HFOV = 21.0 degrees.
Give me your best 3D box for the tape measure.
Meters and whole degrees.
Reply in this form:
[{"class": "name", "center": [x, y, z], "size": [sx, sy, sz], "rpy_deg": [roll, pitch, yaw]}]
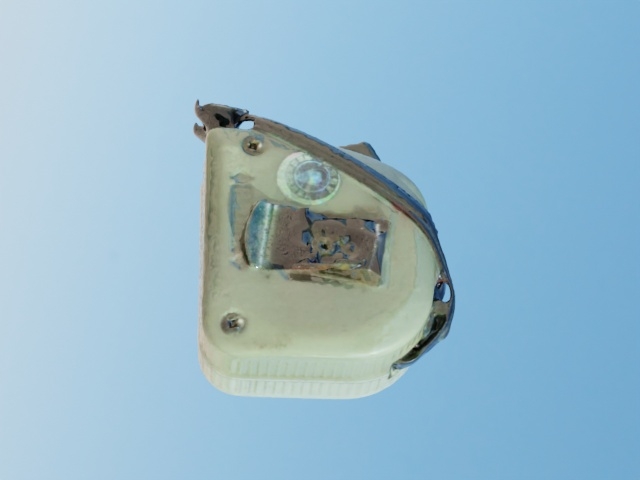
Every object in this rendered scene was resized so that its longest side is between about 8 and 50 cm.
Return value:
[{"class": "tape measure", "center": [0.000, 0.000, 1.363], "size": [0.115, 0.207, 0.235], "rpy_deg": [96, -6, -61]}]
